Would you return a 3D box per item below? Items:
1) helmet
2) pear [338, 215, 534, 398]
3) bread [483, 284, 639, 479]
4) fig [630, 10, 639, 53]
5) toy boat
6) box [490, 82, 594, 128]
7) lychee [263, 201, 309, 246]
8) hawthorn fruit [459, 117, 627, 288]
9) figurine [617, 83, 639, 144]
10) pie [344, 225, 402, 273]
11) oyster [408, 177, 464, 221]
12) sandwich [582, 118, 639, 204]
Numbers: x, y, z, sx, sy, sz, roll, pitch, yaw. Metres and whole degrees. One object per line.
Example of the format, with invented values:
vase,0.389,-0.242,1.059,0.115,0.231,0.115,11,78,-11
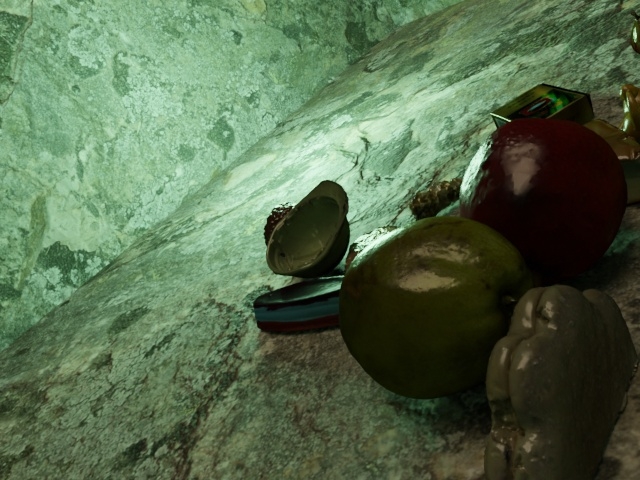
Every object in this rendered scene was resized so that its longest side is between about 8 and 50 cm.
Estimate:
helmet,0.005,-0.001,1.585,0.257,0.137,0.204,-44,42,13
pear,0.163,0.098,0.990,0.321,0.269,0.269,-16,25,51
bread,0.282,0.166,0.809,0.102,0.183,0.337,-14,26,46
fig,0.814,-0.532,1.669,0.089,0.125,0.089,-31,24,15
toy boat,-0.003,0.132,1.428,0.392,0.079,0.136,-14,28,45
box,0.540,-0.309,1.635,0.159,0.071,0.240,-29,22,1
lychee,-0.061,-0.034,1.733,0.165,0.165,0.197,-1,64,53
hawthorn fruit,0.350,-0.042,1.082,0.265,0.265,0.307,-10,50,44
figurine,0.636,-0.264,1.334,0.121,0.122,0.176,-21,25,33
pie,0.137,0.024,1.482,0.185,0.052,0.218,-26,18,18
oyster,0.280,-0.097,1.521,0.200,0.106,0.061,-48,38,-11
sandwich,0.494,-0.118,1.233,0.186,0.108,0.220,-30,24,7
